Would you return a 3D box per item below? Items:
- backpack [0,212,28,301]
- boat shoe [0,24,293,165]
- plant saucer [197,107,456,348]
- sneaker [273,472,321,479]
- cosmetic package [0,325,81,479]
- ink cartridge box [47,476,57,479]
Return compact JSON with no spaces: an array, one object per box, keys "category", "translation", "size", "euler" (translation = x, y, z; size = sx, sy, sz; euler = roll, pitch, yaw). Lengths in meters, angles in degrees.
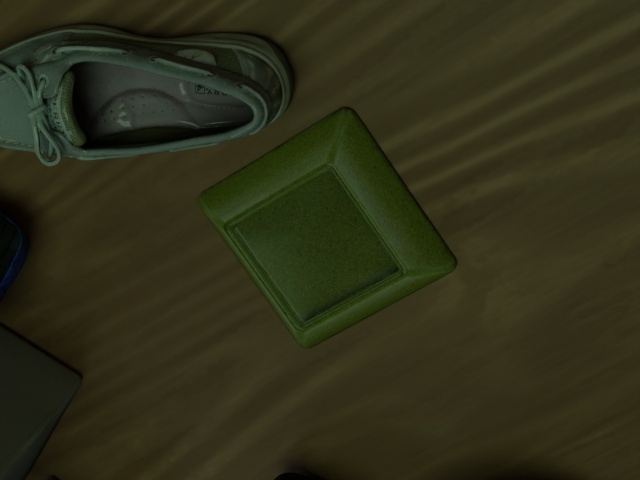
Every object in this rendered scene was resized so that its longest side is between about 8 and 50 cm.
[{"category":"backpack","translation":[-0.347,0.023,1.660],"size":[0.098,0.101,0.120],"euler":[26,85,-1]},{"category":"boat shoe","translation":[-0.188,-0.128,1.544],"size":[0.320,0.103,0.118],"euler":[1,113,15]},{"category":"plant saucer","translation":[0.000,0.000,1.582],"size":[0.188,0.045,0.188],"euler":[-30,103,24]},{"category":"sneaker","translation":[0.023,0.335,1.701],"size":[0.227,0.087,0.130],"euler":[36,111,-8]},{"category":"cosmetic package","translation":[-0.496,0.121,1.671],"size":[0.453,0.230,0.161],"euler":[32,118,1]},{"category":"ink cartridge box","translation":[-0.304,0.371,1.783],"size":[0.128,0.127,0.176],"euler":[39,117,-4]}]
